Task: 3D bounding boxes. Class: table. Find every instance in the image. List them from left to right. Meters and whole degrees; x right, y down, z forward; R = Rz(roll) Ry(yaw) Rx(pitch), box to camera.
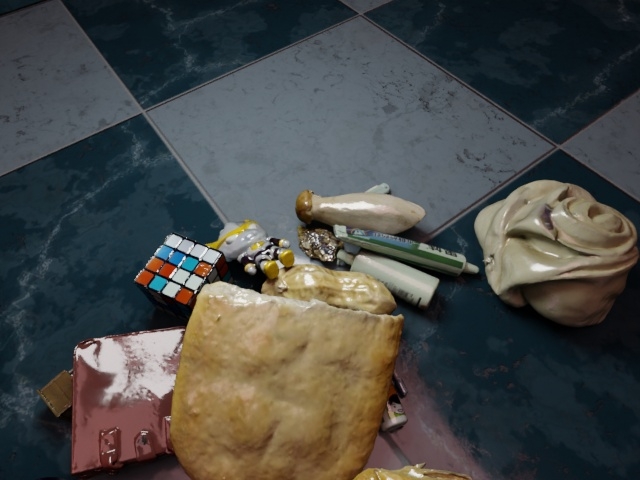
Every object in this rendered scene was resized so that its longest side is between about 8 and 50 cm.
[{"bbox_3d":[-0.552,0.338,0.930,0.083,0.070,0.082,35,64,21],"label":"table"}]

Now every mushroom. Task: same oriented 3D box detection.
[{"bbox_3d":[0.105,-0.074,1.136,0.349,0.128,0.129,7,58,3],"label":"mushroom"}]

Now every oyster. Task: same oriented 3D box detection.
[{"bbox_3d":[-0.010,-0.002,1.145,0.148,0.051,0.103,21,52,26],"label":"oyster"}]

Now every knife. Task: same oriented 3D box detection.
[{"bbox_3d":[0.135,-0.125,1.235,0.162,0.023,0.044,-29,63,-16],"label":"knife"}]

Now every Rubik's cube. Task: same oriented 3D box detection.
[{"bbox_3d":[-0.326,0.099,1.031,0.154,0.151,0.155,21,61,14],"label":"Rubik's cube"}]

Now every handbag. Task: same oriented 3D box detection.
[{"bbox_3d":[-0.379,0.330,0.892,0.259,0.084,0.276,-3,55,-23],"label":"handbag"}]

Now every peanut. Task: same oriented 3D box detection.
[{"bbox_3d":[0.019,0.131,0.998,0.324,0.153,0.140,4,59,13],"label":"peanut"}]

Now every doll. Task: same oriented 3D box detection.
[{"bbox_3d":[-0.186,0.016,1.068,0.316,0.103,0.146,25,77,47],"label":"doll"}]

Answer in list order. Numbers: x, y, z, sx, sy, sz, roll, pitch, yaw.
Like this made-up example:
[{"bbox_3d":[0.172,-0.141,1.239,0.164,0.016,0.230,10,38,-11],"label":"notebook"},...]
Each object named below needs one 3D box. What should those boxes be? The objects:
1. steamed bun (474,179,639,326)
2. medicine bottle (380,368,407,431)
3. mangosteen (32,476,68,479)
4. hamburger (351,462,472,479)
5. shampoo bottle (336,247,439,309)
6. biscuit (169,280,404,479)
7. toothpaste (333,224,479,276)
[{"bbox_3d":[0.574,0.008,1.000,0.341,0.255,0.368,1,58,0],"label":"steamed bun"},{"bbox_3d":[0.136,0.304,0.942,0.092,0.061,0.221,-2,53,-29],"label":"medicine bottle"},{"bbox_3d":[-0.491,0.543,0.737,0.230,0.194,0.194,42,65,2],"label":"mangosteen"},{"bbox_3d":[0.115,0.524,0.735,0.208,0.162,0.330,27,64,21],"label":"hamburger"},{"bbox_3d":[0.163,0.084,1.062,0.262,0.085,0.085,24,61,17],"label":"shampoo bottle"},{"bbox_3d":[-0.076,0.300,0.815,0.428,0.104,0.447,20,78,-12],"label":"biscuit"},{"bbox_3d":[0.221,0.025,1.070,0.391,0.061,0.099,16,17,-6],"label":"toothpaste"}]
